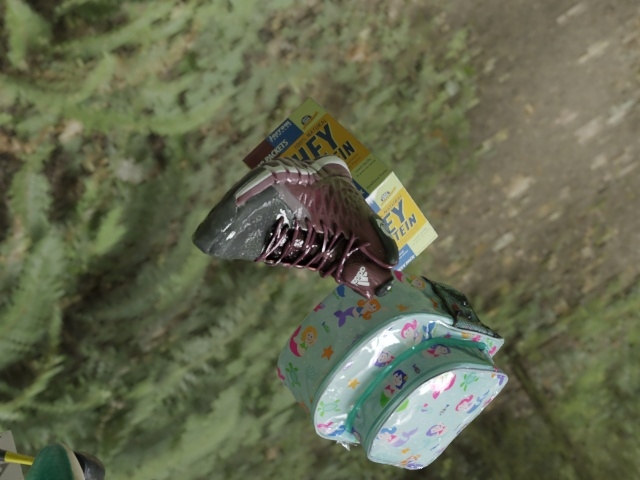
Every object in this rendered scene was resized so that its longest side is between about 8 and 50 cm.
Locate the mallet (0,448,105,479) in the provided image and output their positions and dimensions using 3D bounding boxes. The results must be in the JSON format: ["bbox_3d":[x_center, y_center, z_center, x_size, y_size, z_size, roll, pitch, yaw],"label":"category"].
[{"bbox_3d":[-0.314,0.226,1.364,0.189,0.039,0.062,7,166,20],"label":"mallet"}]

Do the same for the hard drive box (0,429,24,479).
[{"bbox_3d":[-0.444,0.323,1.590,0.181,0.089,0.232,-14,-169,-16],"label":"hard drive box"}]

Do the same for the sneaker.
[{"bbox_3d":[0.000,0.000,1.335,0.106,0.162,0.281,-50,167,28],"label":"sneaker"}]

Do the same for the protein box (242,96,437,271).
[{"bbox_3d":[0.030,-0.060,1.876,0.136,0.200,0.201,-44,145,-1],"label":"protein box"}]

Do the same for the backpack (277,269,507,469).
[{"bbox_3d":[0.084,0.155,1.599,0.253,0.191,0.225,25,113,-45],"label":"backpack"}]

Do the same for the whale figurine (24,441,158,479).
[{"bbox_3d":[-0.185,0.272,1.008,0.141,0.272,0.216,10,116,-47],"label":"whale figurine"}]
